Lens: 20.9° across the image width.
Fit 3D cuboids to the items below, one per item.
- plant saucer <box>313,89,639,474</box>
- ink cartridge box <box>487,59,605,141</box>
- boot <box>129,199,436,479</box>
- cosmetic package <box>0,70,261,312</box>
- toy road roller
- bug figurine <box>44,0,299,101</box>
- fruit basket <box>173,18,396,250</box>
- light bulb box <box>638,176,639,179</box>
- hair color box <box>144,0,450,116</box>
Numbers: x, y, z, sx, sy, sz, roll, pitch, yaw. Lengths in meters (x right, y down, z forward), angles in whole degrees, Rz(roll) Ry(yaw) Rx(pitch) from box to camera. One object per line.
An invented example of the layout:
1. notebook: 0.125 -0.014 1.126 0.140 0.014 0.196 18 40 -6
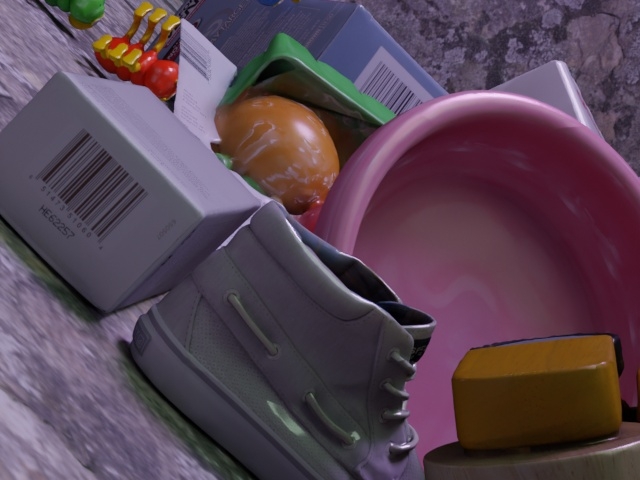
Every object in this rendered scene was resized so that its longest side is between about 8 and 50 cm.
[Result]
1. plant saucer: 0.115 0.069 1.156 0.332 0.332 0.084 43 -33 -19
2. ink cartridge box: 0.209 0.022 1.407 0.197 0.114 0.273 49 22 -56
3. boot: 0.026 0.094 0.960 0.258 0.123 0.095 43 7 -22
4. cosmetic package: -0.116 -0.031 1.041 0.117 0.085 0.231 46 5 3
5. toy road roller: 0.196 0.146 0.928 0.329 0.240 0.203 -13 95 -78
6. bug figurine: -0.160 -0.238 1.674 0.216 0.072 0.279 32 46 13
7. fruit basket: 0.000 0.000 1.414 0.327 0.165 0.353 34 32 -24
8. light bulb box: 0.406 0.115 1.913 0.361 0.225 0.358 57 -22 -4
9. hair color box: -0.022 -0.161 1.822 0.185 0.114 0.374 42 -11 -29
